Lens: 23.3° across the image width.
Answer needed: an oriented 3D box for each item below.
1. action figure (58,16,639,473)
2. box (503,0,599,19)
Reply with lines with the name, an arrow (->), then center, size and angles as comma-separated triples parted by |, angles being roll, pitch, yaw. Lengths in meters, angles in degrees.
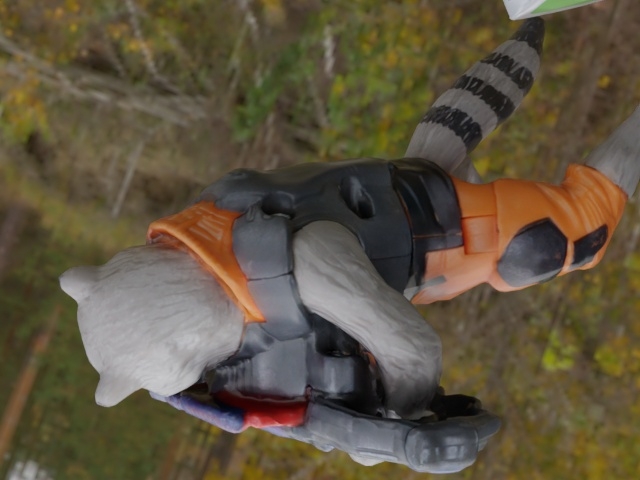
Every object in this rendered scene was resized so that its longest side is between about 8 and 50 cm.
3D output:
action figure -> 0.000, 0.000, 0.838 | 0.330, 0.178, 0.341 | -21, -163, -37
box -> 0.145, -0.252, 0.646 | 0.127, 0.231, 0.262 | -18, 174, -24
